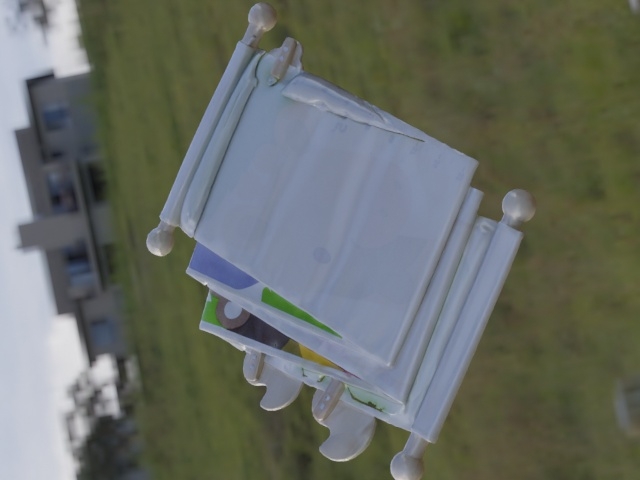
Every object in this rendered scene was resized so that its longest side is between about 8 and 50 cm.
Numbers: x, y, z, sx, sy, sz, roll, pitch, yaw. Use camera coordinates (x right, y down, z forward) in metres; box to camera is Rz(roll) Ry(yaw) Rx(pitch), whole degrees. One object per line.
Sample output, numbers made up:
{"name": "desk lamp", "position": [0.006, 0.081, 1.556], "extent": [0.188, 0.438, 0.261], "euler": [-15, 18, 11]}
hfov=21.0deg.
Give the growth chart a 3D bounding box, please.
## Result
{"name": "growth chart", "position": [0.000, 0.000, 0.870], "extent": [0.237, 0.172, 0.021], "euler": [37, -167, 37]}
